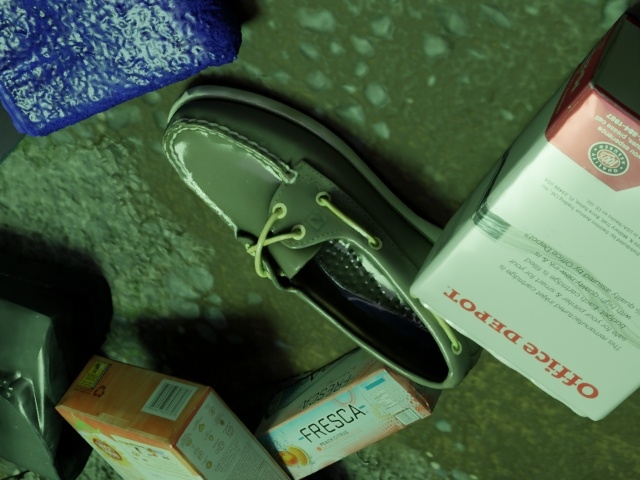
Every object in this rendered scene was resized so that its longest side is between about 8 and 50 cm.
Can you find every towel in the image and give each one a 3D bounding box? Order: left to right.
[{"bbox_3d":[-0.219,-0.223,1.148,0.227,0.076,0.308,-17,118,38],"label":"towel"}]

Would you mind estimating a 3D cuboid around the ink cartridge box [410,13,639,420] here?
[{"bbox_3d":[0.199,-0.008,1.093,0.172,0.100,0.237,35,134,-3],"label":"ink cartridge box"}]

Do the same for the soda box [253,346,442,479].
[{"bbox_3d":[0.025,0.136,1.333,0.058,0.063,0.183,45,133,-14],"label":"soda box"}]

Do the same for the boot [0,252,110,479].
[{"bbox_3d":[-0.415,0.134,1.524,0.445,0.146,0.367,13,134,12],"label":"boot"}]

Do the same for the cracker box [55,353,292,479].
[{"bbox_3d":[-0.106,0.204,1.399,0.155,0.067,0.232,10,146,42],"label":"cracker box"}]

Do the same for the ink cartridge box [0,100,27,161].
[{"bbox_3d":[-0.322,-0.068,1.324,0.092,0.090,0.143,41,134,-9],"label":"ink cartridge box"}]

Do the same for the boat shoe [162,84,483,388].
[{"bbox_3d":[0.002,-0.003,1.207,0.305,0.091,0.109,36,135,-4],"label":"boat shoe"}]
